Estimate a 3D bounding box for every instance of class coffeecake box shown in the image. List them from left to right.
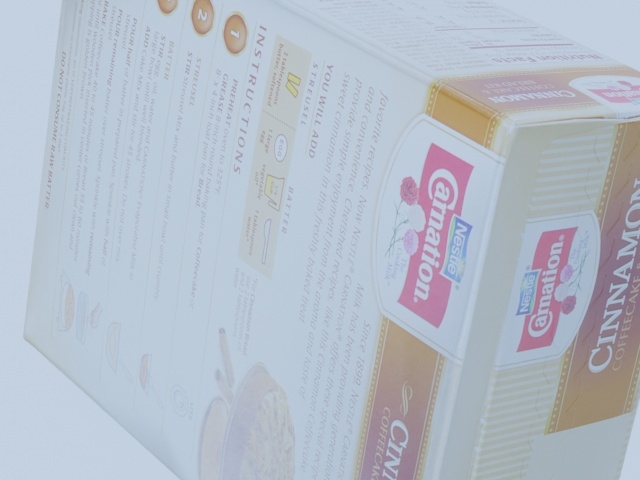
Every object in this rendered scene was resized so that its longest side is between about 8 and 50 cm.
[{"bbox_3d":[0.000,0.000,0.503,0.185,0.068,0.142,34,-58,45],"label":"coffeecake box"}]
